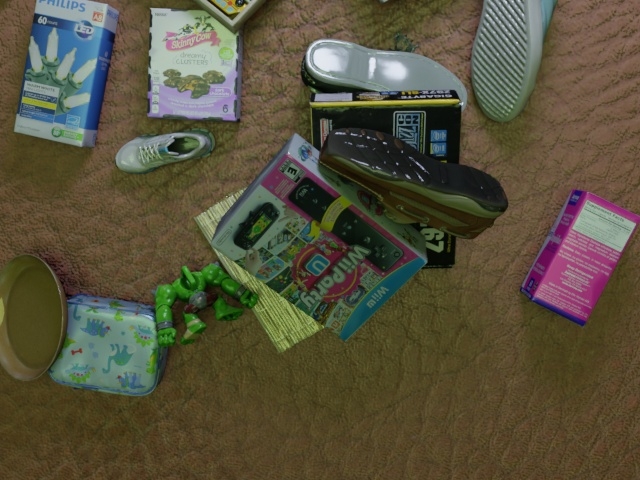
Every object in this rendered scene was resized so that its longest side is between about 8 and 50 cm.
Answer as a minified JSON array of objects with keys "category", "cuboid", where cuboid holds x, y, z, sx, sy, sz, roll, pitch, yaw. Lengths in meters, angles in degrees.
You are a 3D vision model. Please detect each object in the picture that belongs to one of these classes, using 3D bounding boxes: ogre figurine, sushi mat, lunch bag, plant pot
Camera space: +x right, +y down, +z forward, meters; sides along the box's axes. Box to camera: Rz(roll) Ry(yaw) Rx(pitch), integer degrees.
[{"category":"ogre figurine","cuboid":[-0.225,0.111,1.519,0.197,0.097,0.118,-31,69,-2]},{"category":"sushi mat","cuboid":[-0.097,0.049,1.562,0.151,0.019,0.316,-31,94,7]},{"category":"lunch bag","cuboid":[-0.402,0.201,1.556,0.219,0.090,0.176,8,96,2]},{"category":"plant pot","cuboid":[-0.542,0.143,1.533,0.236,0.032,0.236,-2,87,38]}]

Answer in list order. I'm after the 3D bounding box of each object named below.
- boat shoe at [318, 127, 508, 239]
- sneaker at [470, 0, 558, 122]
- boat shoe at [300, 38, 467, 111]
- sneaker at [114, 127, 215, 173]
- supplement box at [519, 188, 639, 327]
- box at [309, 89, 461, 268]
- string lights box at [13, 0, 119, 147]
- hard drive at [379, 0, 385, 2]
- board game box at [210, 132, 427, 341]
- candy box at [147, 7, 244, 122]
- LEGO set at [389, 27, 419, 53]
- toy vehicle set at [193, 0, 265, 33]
[{"category":"boat shoe","cuboid":[0.147,-0.080,1.360,0.324,0.122,0.120,20,128,-8]},{"category":"sneaker","cuboid":[0.366,-0.393,1.439,0.150,0.135,0.366,-18,123,-36]},{"category":"boat shoe","cuboid":[0.113,-0.283,1.481,0.302,0.091,0.114,19,73,-5]},{"category":"sneaker","cuboid":[-0.295,-0.169,1.514,0.190,0.083,0.071,-15,97,5]},{"category":"supplement box","cuboid":[0.469,0.028,1.489,0.114,0.111,0.220,27,96,0]},{"category":"box","cuboid":[0.114,-0.103,1.457,0.257,0.079,0.322,-1,117,1]},{"category":"string lights box","cuboid":[-0.466,-0.312,1.506,0.133,0.077,0.260,12,97,2]},{"category":"hard drive","cuboid":[0.134,-0.621,1.390,0.233,0.047,0.353,-27,105,-1]},{"category":"board game box","cuboid":[0.000,0.000,1.419,0.303,0.097,0.224,37,114,-14]},{"category":"candy box","cuboid":[-0.228,-0.319,1.498,0.165,0.070,0.196,3,96,2]},{"category":"LEGO set","cuboid":[0.153,-0.349,1.507,0.054,0.023,0.083,11,110,3]},{"category":"toy vehicle set","cuboid":[-0.198,-0.511,1.453,0.267,0.035,0.166,40,82,7]}]
